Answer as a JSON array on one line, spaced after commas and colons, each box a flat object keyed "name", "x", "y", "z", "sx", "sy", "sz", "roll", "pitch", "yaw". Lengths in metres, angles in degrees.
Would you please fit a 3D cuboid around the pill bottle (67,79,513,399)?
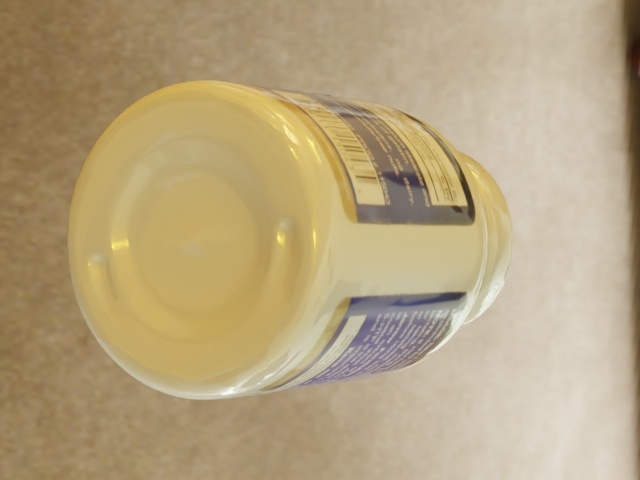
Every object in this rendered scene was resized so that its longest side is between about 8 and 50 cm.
[{"name": "pill bottle", "x": 0.000, "y": 0.000, "z": 0.694, "sx": 0.186, "sy": 0.112, "sz": 0.112, "roll": 1, "pitch": 96, "yaw": -61}]
